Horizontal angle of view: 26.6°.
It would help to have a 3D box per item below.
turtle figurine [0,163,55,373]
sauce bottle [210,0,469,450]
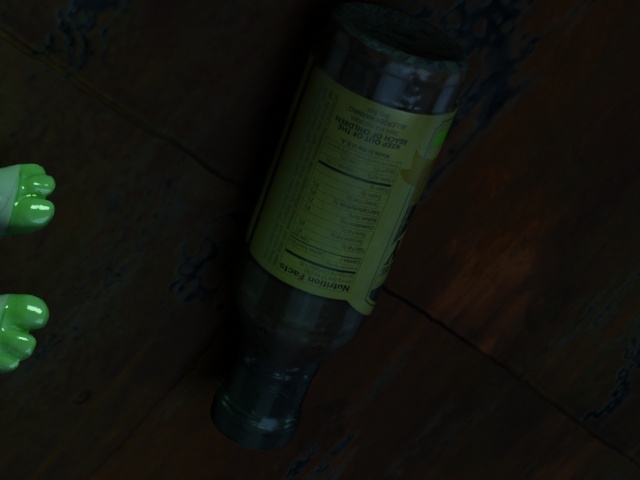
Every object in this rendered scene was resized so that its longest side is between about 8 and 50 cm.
[{"bbox_3d":[-0.213,-0.049,0.700,0.274,0.198,0.266,-41,144,2],"label":"turtle figurine"},{"bbox_3d":[0.000,0.000,0.987,0.111,0.111,0.344,-3,127,-38],"label":"sauce bottle"}]
